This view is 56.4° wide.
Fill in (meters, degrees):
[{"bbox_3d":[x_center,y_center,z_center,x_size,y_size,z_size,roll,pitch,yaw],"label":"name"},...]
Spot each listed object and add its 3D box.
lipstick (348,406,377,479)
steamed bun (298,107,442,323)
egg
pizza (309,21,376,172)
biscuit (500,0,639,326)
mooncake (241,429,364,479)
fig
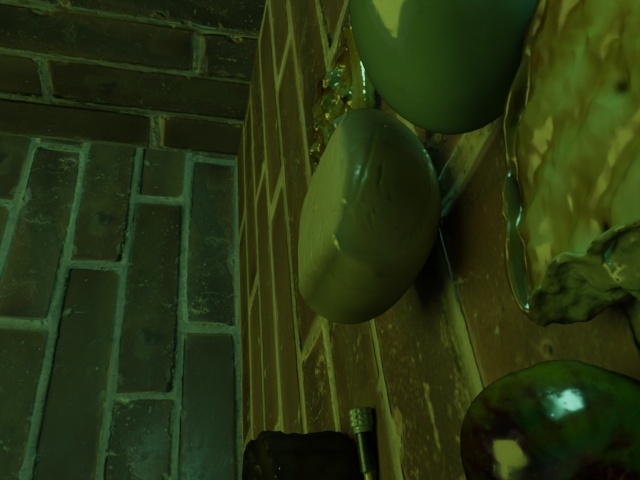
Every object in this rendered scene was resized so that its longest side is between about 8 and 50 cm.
[{"bbox_3d":[0.067,0.311,0.895,0.037,0.037,0.116,122,144,-62],"label":"lipstick"},{"bbox_3d":[0.065,-0.029,0.746,0.200,0.155,0.250,117,160,-50],"label":"steamed bun"},{"bbox_3d":[0.111,-0.212,0.551,0.168,0.168,0.230,-153,45,-75],"label":"egg"},{"bbox_3d":[0.034,-0.216,1.071,0.223,0.090,0.323,140,133,-66],"label":"pizza"},{"bbox_3d":[0.216,-0.097,0.340,0.335,0.078,0.329,-172,89,-76],"label":"biscuit"},{"bbox_3d":[-0.040,0.476,0.966,0.324,0.187,0.323,-175,90,-78],"label":"mooncake"},{"bbox_3d":[0.162,0.150,0.419,0.245,0.149,0.149,45,-133,-80],"label":"fig"}]
